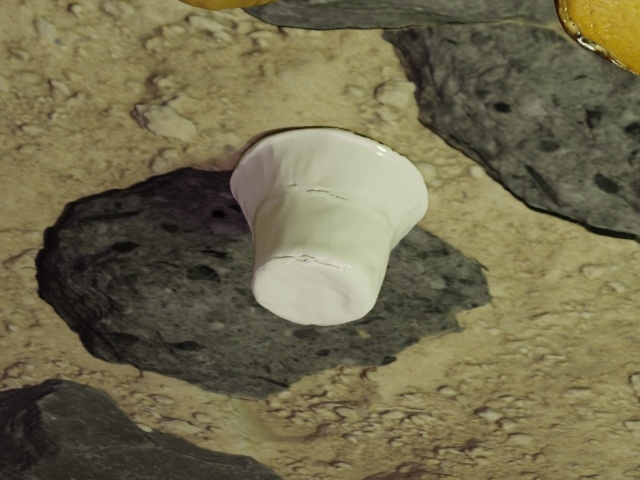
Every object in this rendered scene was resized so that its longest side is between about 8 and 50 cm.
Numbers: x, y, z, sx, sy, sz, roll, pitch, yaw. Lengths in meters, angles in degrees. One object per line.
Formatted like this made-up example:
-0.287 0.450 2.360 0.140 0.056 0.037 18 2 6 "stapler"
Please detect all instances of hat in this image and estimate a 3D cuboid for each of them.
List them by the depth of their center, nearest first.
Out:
0.000 0.000 1.588 0.203 0.126 0.203 8 145 5 "hat"

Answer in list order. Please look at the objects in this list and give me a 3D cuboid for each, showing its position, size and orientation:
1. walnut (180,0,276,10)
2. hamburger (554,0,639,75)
-0.057 -0.262 1.139 0.195 0.195 0.222 6 141 10 "walnut"
0.246 -0.198 1.197 0.191 0.118 0.182 -12 138 28 "hamburger"
